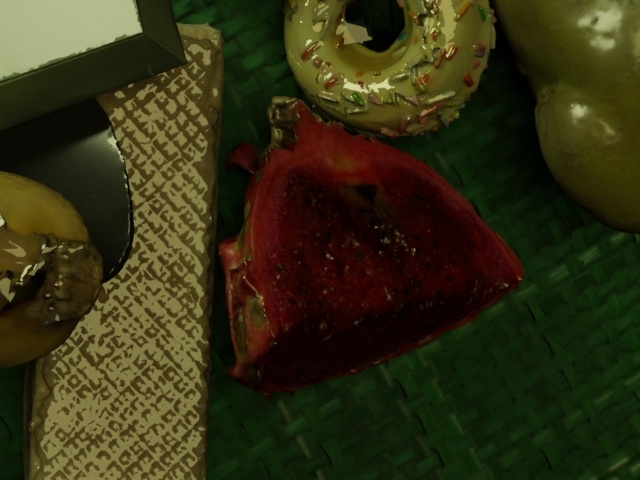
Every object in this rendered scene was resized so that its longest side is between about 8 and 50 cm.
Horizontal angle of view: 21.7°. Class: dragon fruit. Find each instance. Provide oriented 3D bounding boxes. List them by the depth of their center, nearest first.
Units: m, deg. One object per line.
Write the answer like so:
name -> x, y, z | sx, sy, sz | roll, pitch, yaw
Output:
dragon fruit -> 0.000, 0.000, 1.257 | 0.262, 0.134, 0.211 | -6, 70, -40

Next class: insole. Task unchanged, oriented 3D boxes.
insole -> -0.225, -0.101, 1.202 | 0.110, 0.012, 0.309 | -39, 74, 8

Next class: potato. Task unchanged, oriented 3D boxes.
potato -> 0.229, -0.175, 1.276 | 0.203, 0.218, 0.351 | -10, 87, 13

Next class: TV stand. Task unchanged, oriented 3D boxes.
TV stand -> -0.238, -0.124, 1.157 | 0.270, 0.088, 0.082 | -19, 78, 11

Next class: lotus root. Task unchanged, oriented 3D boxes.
lotus root -> -0.269, 0.019, 1.137 | 0.303, 0.131, 0.146 | 0, 79, 27

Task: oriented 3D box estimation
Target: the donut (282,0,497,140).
donut -> 0.046, -0.159, 1.263 | 0.175, 0.068, 0.174 | 2, 95, 26

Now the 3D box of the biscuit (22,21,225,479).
biscuit -> -0.149, 0.046, 1.232 | 0.144, 0.078, 0.426 | 4, 84, -12
